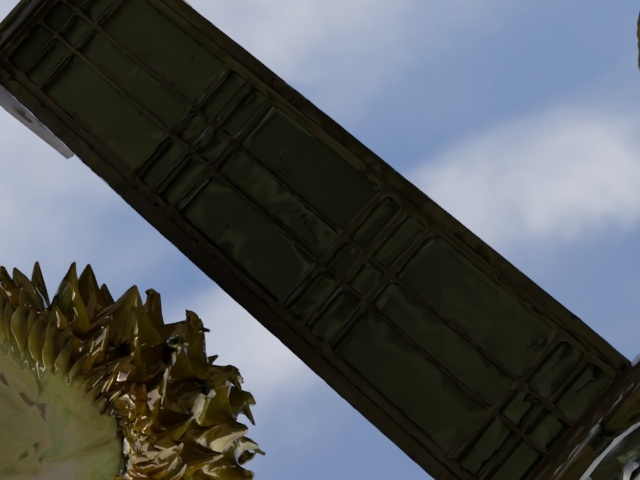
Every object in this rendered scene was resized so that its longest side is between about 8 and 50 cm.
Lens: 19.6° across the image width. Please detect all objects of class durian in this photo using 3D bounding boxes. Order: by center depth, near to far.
[{"bbox_3d":[-0.129,0.098,0.664,0.250,0.183,0.138,-2,-169,28],"label":"durian"}]

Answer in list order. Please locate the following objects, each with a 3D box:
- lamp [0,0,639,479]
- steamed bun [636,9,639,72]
[{"bbox_3d":[0.000,0.000,0.688,0.325,0.090,0.089,40,-92,32],"label":"lamp"},{"bbox_3d":[0.179,-0.077,0.667,0.110,0.231,0.212,0,-98,4],"label":"steamed bun"}]
